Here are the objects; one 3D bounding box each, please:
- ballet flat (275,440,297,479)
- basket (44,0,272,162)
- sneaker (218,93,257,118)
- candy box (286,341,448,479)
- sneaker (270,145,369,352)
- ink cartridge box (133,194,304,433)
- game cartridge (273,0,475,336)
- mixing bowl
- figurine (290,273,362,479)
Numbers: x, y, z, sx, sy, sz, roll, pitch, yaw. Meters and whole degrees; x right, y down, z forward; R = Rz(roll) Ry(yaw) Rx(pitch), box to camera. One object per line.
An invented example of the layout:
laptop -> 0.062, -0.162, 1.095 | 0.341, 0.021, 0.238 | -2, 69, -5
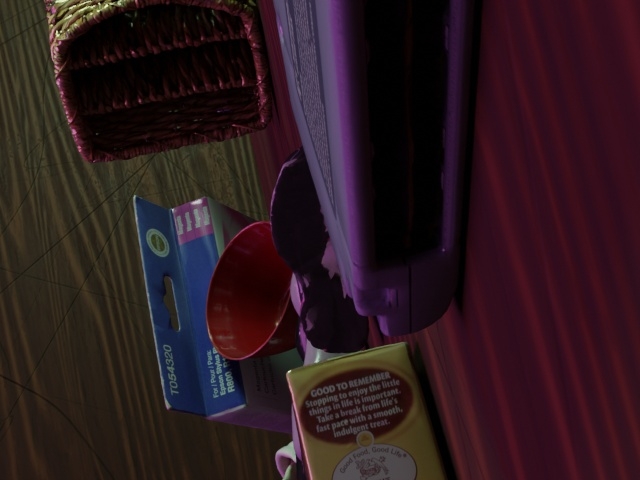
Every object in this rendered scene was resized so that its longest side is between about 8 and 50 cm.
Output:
ballet flat -> 0.023, 0.340, 1.016 | 0.400, 0.139, 0.139 | -112, 11, -63
basket -> -0.230, -0.271, 1.382 | 0.213, 0.299, 0.223 | 93, 166, -68
sneaker -> -0.175, -0.320, 1.649 | 0.127, 0.126, 0.321 | 93, 163, -54
candy box -> 0.055, 0.246, 0.624 | 0.183, 0.087, 0.316 | 88, 169, -68
sneaker -> 0.000, 0.000, 0.770 | 0.077, 0.072, 0.178 | -89, -4, -61
ink cartridge box -> -0.108, 0.105, 1.371 | 0.330, 0.071, 0.324 | 26, -137, -52
game cartridge -> 0.010, -0.120, 0.402 | 0.297, 0.062, 0.198 | 83, 177, -52
mixing bowl -> -0.056, 0.075, 1.242 | 0.181, 0.098, 0.181 | -26, 55, 43
figurine -> 0.006, 0.130, 0.967 | 0.215, 0.092, 0.209 | 88, 173, -62
